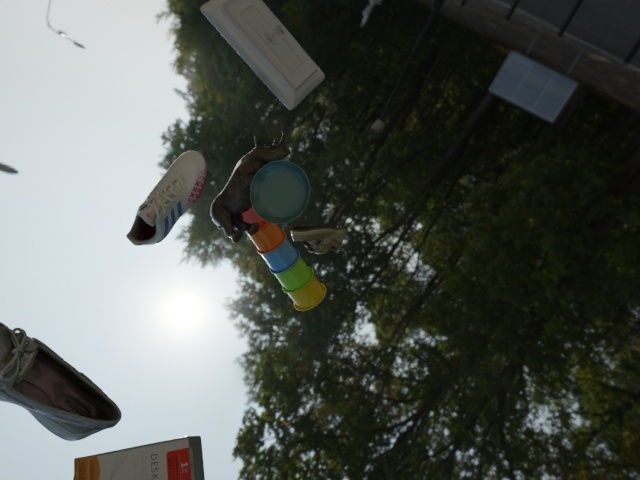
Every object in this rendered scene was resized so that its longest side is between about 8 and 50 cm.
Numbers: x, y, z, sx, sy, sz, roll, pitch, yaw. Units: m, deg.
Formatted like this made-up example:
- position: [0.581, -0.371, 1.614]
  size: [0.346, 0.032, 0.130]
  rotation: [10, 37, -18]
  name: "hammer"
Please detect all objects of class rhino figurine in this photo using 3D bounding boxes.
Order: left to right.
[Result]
- position: [-0.138, -0.119, 1.032]
  size: [0.106, 0.243, 0.073]
  rotation: [31, 180, 28]
  name: "rhino figurine"

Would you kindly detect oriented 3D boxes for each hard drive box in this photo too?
- position: [-0.349, 0.496, 0.999]
  size: [0.232, 0.089, 0.181]
  rotation: [-12, -112, 0]
  name: "hard drive box"

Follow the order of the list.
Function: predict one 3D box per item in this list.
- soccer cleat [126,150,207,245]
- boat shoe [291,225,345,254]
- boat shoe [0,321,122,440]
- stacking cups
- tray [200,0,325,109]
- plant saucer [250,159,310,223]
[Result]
- position: [-0.444, -0.112, 1.480]
  size: [0.116, 0.331, 0.143]
  rotation: [37, -163, 6]
  name: "soccer cleat"
- position: [0.000, 0.000, 0.816]
  size: [0.050, 0.045, 0.135]
  rotation: [5, -177, 33]
  name: "boat shoe"
- position: [-0.484, 0.236, 0.878]
  size: [0.320, 0.103, 0.118]
  rotation: [56, -153, -29]
  name: "boat shoe"
- position: [-0.095, 0.030, 1.214]
  size: [0.316, 0.096, 0.096]
  rotation: [58, -171, -31]
  name: "stacking cups"
- position: [-0.109, -0.419, 1.080]
  size: [0.270, 0.030, 0.145]
  rotation: [47, -122, -14]
  name: "tray"
- position: [-0.073, -0.089, 0.954]
  size: [0.119, 0.119, 0.021]
  rotation: [34, -174, 16]
  name: "plant saucer"
